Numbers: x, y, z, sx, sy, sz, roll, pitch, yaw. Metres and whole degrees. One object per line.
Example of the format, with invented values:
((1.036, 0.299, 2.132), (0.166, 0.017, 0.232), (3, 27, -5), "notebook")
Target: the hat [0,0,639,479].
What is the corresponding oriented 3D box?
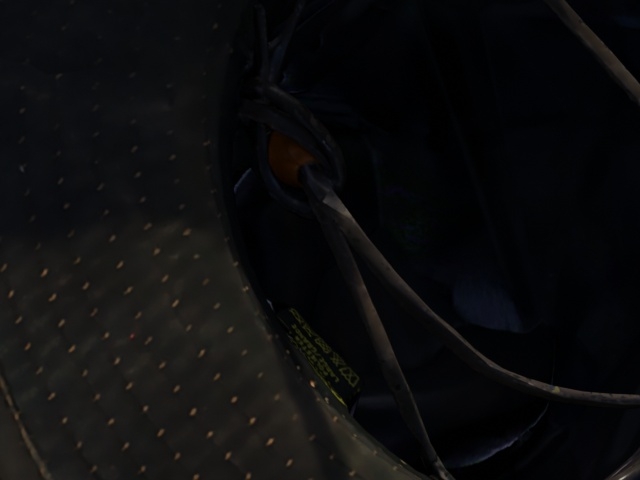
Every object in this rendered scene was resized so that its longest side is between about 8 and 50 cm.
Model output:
((0.058, -0.012, 0.503), (0.331, 0.134, 0.331), (4, 72, -11), "hat")
